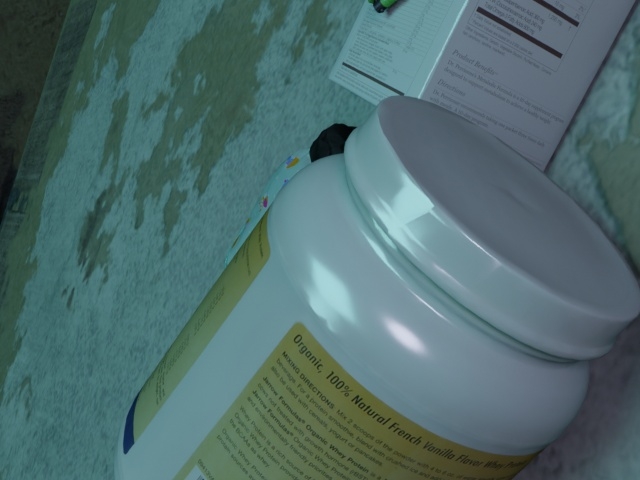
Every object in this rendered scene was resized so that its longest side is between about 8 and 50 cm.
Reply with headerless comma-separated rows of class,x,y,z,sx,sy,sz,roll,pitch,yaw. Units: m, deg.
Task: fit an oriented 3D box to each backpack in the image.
backpack,0.000,0.000,0.775,0.182,0.115,0.152,-54,38,29

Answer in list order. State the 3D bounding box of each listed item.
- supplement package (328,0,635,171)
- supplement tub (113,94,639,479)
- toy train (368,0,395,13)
supplement package,0.136,-0.191,0.648,0.244,0.134,0.139,-63,32,12
supplement tub,0.027,0.087,0.577,0.316,0.228,0.228,-53,36,27
toy train,0.063,-0.188,0.614,0.083,0.017,0.023,-32,58,46
